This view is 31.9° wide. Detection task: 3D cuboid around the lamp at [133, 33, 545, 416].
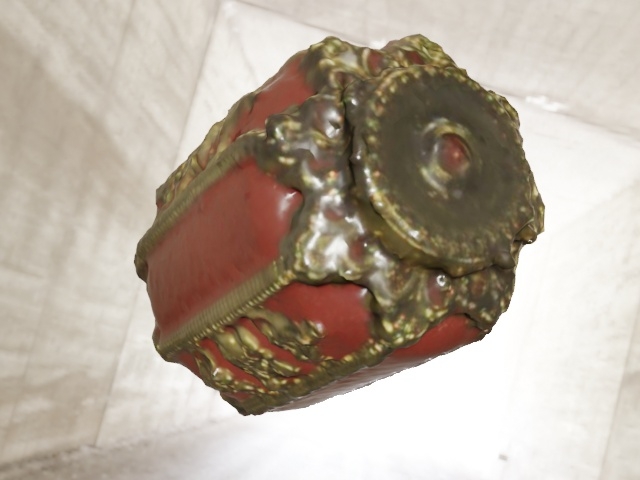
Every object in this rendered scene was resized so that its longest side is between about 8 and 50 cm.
[{"bbox_3d":[0.000,0.000,0.614,0.177,0.177,0.274,17,-23,-19],"label":"lamp"}]
